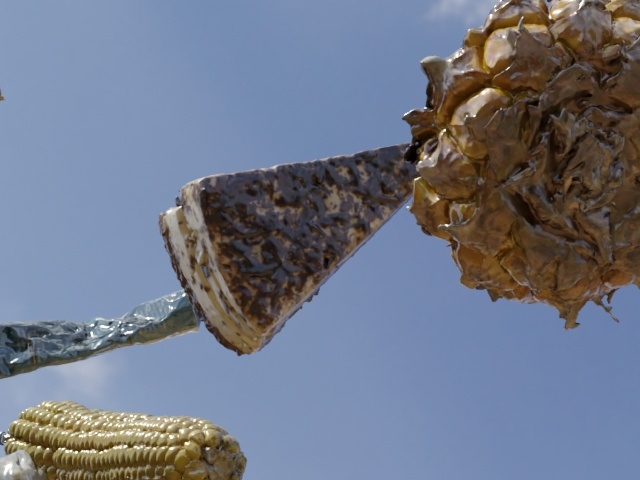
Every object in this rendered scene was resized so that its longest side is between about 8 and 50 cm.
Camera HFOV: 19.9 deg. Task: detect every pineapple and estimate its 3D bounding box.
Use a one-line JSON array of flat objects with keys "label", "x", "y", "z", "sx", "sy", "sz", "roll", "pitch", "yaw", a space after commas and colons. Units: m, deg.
[{"label": "pineapple", "x": 0.152, "y": -0.049, "z": 1.064, "sx": 0.225, "sy": 0.076, "sz": 0.224, "roll": -6, "pitch": -70, "yaw": -17}]

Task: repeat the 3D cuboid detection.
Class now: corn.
[{"label": "corn", "x": -0.178, "y": 0.200, "z": 1.625, "sx": 0.102, "sy": 0.102, "sz": 0.313, "roll": 42, "pitch": -24, "yaw": -31}]

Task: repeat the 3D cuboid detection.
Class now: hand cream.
[{"label": "hand cream", "x": -0.241, "y": 0.093, "z": 1.958, "sx": 0.248, "sy": 0.075, "sz": 0.052, "roll": -9, "pitch": -53, "yaw": -7}]

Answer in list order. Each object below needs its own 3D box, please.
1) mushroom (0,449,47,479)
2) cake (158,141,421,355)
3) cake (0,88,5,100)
[{"label": "mushroom", "x": -0.374, "y": 0.276, "z": 1.459, "sx": 0.109, "sy": 0.351, "sz": 0.097, "roll": 17, "pitch": -42, "yaw": 62}, {"label": "cake", "x": 0.011, "y": 0.003, "z": 1.405, "sx": 0.246, "sy": 0.135, "sz": 0.112, "roll": -12, "pitch": -6, "yaw": -24}, {"label": "cake", "x": -0.305, "y": -0.139, "z": 1.474, "sx": 0.121, "sy": 0.065, "sz": 0.052, "roll": 32, "pitch": -30, "yaw": 35}]
